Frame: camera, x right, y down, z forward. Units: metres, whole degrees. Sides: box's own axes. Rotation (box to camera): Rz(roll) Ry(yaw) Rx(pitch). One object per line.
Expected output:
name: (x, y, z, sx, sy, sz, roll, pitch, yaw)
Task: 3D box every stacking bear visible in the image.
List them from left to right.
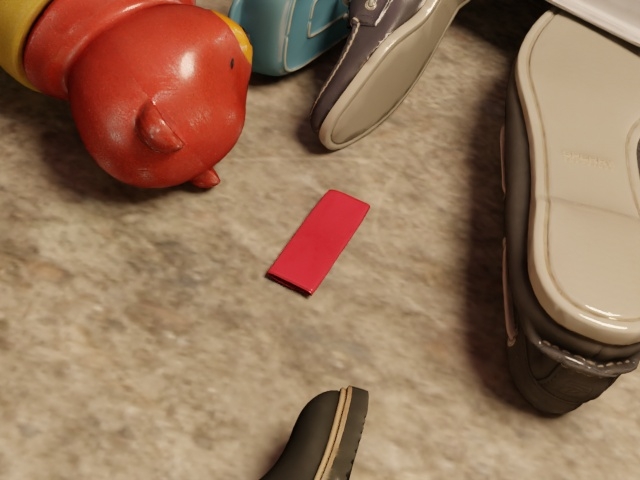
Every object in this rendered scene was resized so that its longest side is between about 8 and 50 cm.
stacking bear: (-0.147, -0.160, 0.666, 0.164, 0.175, 0.289, -34, 72, -5)

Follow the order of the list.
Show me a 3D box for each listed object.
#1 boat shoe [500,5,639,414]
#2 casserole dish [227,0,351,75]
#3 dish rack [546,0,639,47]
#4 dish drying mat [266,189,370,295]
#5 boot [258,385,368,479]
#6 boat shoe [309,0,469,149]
boat shoe: (0.162, -0.038, 0.677, 0.112, 0.095, 0.335, 17, 45, -1)
casserole dish: (0.008, -0.182, 0.734, 0.037, 0.114, 0.188, 35, 54, 18)
dish rack: (0.264, -0.255, 0.825, 0.286, 0.072, 0.333, 32, 40, 20)
dish drying mat: (0.000, 0.000, 0.655, 0.032, 0.008, 0.083, 26, 52, 11)
boot: (-0.065, 0.135, 0.495, 0.137, 0.077, 0.198, 18, 49, 11)
boat shoe: (0.049, -0.155, 0.715, 0.065, 0.075, 0.206, 34, 85, 20)
